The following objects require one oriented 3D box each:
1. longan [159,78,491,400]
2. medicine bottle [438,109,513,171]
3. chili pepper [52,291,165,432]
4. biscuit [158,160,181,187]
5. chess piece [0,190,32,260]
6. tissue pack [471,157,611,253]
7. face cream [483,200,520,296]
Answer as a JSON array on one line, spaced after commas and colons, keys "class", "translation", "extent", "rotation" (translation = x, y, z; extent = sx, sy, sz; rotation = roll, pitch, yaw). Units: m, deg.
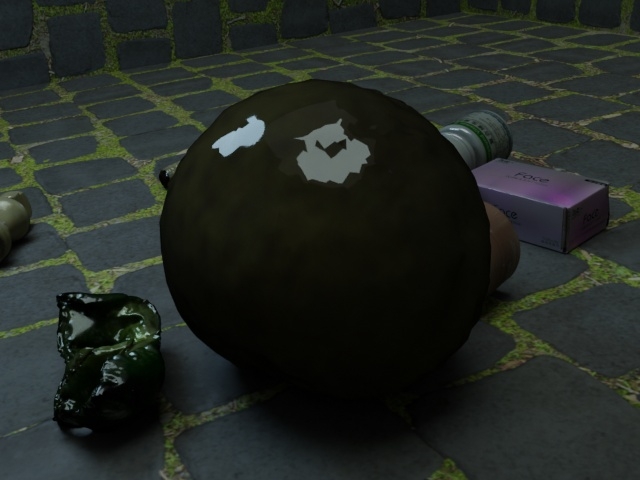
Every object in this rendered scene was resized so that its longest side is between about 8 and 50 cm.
[{"class": "longan", "translation": [0.003, -0.007, 0.985], "extent": [0.436, 0.404, 0.404], "rotation": [16, 32, 42]}, {"class": "medicine bottle", "translation": [0.298, -0.186, 1.630], "extent": [0.139, 0.139, 0.237], "rotation": [15, 31, 38]}, {"class": "chili pepper", "translation": [-0.279, 0.168, 1.021], "extent": [0.148, 0.116, 0.264], "rotation": [-1, 23, -19]}, {"class": "biscuit", "translation": [-0.287, -0.176, 1.823], "extent": [0.219, 0.061, 0.055], "rotation": [-24, 76, -34]}, {"class": "chess piece", "translation": [-0.635, -0.002, 1.445], "extent": [0.117, 0.117, 0.397], "rotation": [-4, 23, 3]}, {"class": "tissue pack", "translation": [0.384, -0.070, 1.411], "extent": [0.148, 0.092, 0.246], "rotation": [-26, 33, -36]}, {"class": "face cream", "translation": [0.217, 0.021, 1.175], "extent": [0.149, 0.149, 0.104], "rotation": [15, 30, 37]}]
